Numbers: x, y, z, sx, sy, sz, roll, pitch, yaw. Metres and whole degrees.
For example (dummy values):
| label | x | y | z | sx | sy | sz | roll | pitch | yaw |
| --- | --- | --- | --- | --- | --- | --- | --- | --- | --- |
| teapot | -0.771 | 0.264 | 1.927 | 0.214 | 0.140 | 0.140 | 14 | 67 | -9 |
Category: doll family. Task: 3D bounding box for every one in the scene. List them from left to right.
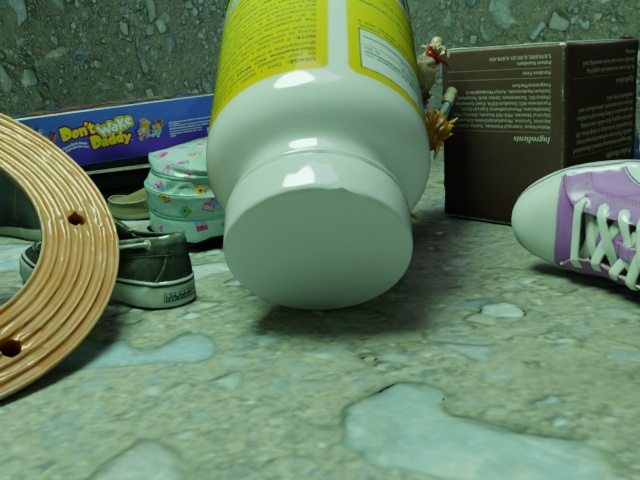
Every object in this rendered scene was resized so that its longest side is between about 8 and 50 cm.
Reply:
| label | x | y | z | sx | sy | sz | roll | pitch | yaw |
| --- | --- | --- | --- | --- | --- | --- | --- | --- | --- |
| doll family | 0.089 | -0.093 | 0.829 | 0.118 | 0.263 | 0.163 | 38 | 1 | 0 |

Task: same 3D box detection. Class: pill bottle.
| label | x | y | z | sx | sy | sz | roll | pitch | yaw |
| --- | --- | --- | --- | --- | --- | --- | --- | --- | --- |
| pill bottle | -0.003 | -0.113 | 0.656 | 0.187 | 0.188 | 0.334 | -3 | 48 | 3 |

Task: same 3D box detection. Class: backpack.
| label | x | y | z | sx | sy | sz | roll | pitch | yaw |
| --- | --- | --- | --- | --- | --- | --- | --- | --- | --- |
| backpack | -0.124 | -0.061 | 0.872 | 0.151 | 0.115 | 0.182 | 11 | 23 | 37 |

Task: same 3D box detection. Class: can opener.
| label | x | y | z | sx | sy | sz | roll | pitch | yaw |
| --- | --- | --- | --- | --- | --- | --- | --- | --- | --- |
| can opener | -0.300 | -0.129 | 1.275 | 0.280 | 0.074 | 0.093 | -8 | 14 | -17 |

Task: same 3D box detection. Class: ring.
| label | x | y | z | sx | sy | sz | roll | pitch | yaw |
| --- | --- | --- | --- | --- | --- | --- | --- | --- | --- |
| ring | -0.315 | -0.004 | 0.525 | 0.336 | 0.032 | 0.337 | 16 | 40 | -14 |

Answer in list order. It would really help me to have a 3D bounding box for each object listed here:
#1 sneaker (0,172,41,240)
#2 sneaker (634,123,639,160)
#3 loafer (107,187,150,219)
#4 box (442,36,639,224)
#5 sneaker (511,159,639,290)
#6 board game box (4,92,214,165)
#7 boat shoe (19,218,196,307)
| label | x | y | z | sx | sy | sz | roll | pitch | yaw |
| --- | --- | --- | --- | --- | --- | --- | --- | --- | --- |
| sneaker | -0.407 | -0.071 | 0.970 | 0.221 | 0.118 | 0.083 | 5 | 16 | 30 |
| sneaker | 0.405 | -0.183 | 1.171 | 0.129 | 0.147 | 0.330 | -6 | 13 | -10 |
| loafer | -0.228 | -0.057 | 1.013 | 0.147 | 0.050 | 0.056 | 1 | 14 | 17 |
| box | 0.259 | -0.133 | 0.881 | 0.168 | 0.203 | 0.167 | -14 | 18 | -40 |
| sneaker | 0.250 | 0.004 | 0.549 | 0.282 | 0.102 | 0.161 | 9 | 21 | 41 |
| board game box | -0.350 | -0.174 | 1.170 | 0.346 | 0.078 | 0.233 | -14 | 16 | -28 |
| boat shoe | -0.203 | 0.010 | 0.691 | 0.219 | 0.070 | 0.077 | 5 | 16 | 32 |
